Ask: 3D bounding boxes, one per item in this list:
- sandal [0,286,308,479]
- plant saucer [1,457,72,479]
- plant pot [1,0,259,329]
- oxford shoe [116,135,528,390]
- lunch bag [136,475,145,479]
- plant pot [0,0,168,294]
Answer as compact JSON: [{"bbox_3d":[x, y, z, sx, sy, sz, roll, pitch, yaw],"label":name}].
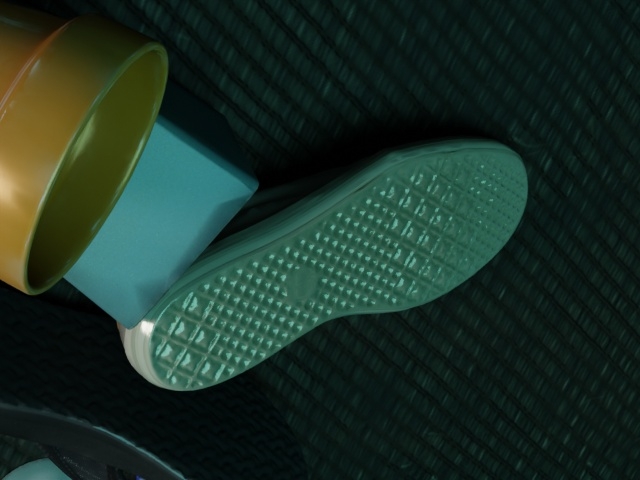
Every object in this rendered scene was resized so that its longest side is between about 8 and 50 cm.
[{"bbox_3d":[-0.211,0.151,1.655,0.446,0.167,0.107,25,133,-26],"label":"sandal"},{"bbox_3d":[-0.266,0.265,1.762,0.119,0.021,0.119,-11,123,-17],"label":"plant saucer"},{"bbox_3d":[-0.204,-0.080,1.488,0.234,0.165,0.165,37,101,-27],"label":"plant pot"},{"bbox_3d":[0.000,0.000,1.655,0.449,0.130,0.169,-23,122,-27],"label":"oxford shoe"},{"bbox_3d":[-0.086,0.393,1.794,0.138,0.221,0.293,-10,124,-17],"label":"lunch bag"},{"bbox_3d":[-0.241,-0.093,1.311,0.188,0.205,0.205,28,111,6],"label":"plant pot"}]
